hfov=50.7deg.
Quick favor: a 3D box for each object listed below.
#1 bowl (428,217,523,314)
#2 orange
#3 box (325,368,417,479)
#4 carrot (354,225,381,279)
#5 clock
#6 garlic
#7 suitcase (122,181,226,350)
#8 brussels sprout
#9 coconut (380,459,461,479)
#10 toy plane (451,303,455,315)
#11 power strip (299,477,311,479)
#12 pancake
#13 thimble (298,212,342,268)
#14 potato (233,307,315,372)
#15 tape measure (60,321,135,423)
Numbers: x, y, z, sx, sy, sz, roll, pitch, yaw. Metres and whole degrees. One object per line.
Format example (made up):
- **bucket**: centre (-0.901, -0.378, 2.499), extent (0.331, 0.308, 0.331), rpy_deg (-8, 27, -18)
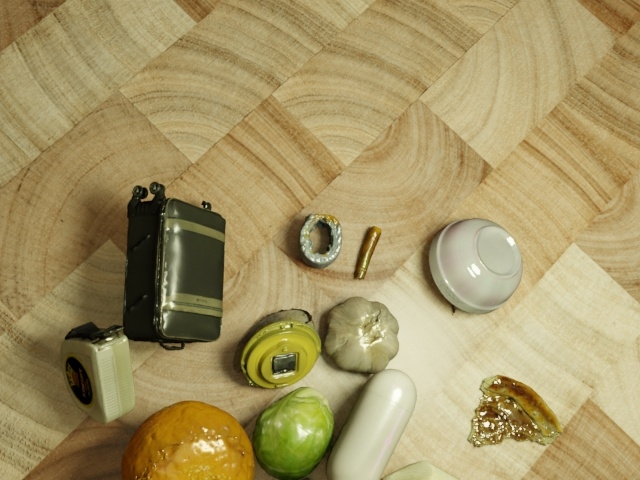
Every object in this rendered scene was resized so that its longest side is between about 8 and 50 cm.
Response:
- **bowl**: centre (0.469, 0.057, 1.948), extent (0.287, 0.144, 0.287), rpy_deg (10, 65, -22)
- **orange**: centre (-0.336, 0.575, 1.716), extent (0.340, 0.293, 0.341), rpy_deg (-3, 98, -23)
- **box**: centre (0.131, 0.507, 1.784), extent (0.141, 0.289, 0.349), rpy_deg (27, 76, 8)
- **carrot**: centre (0.141, 0.039, 2.021), extent (0.042, 0.042, 0.171), rpy_deg (19, 79, -1)
- **clock**: centre (-0.102, 0.326, 1.850), extent (0.237, 0.237, 0.057), rpy_deg (-20, 37, -9)
- **garlic**: centre (0.120, 0.267, 1.910), extent (0.228, 0.152, 0.228), rpy_deg (0, 82, -3)
- **suitcase**: centre (-0.387, 0.080, 1.838), extent (0.194, 0.283, 0.434), rpy_deg (-5, 77, 28)
- **brussels sprout**: centre (-0.066, 0.518, 1.803), extent (0.244, 0.244, 0.244), rpy_deg (1, 77, -5)
- **coconut**: centre (0.268, 0.708, 1.779), extent (0.266, 0.237, 0.237), rpy_deg (24, 76, 3)
- **toy plane**: centre (0.406, 0.128, 2.013), extent (0.135, 0.062, 0.188), rpy_deg (4, 78, -28)
- **power strip**: centre (-0.039, 0.747, 1.844), extent (0.081, 0.035, 0.192), rpy_deg (-17, 79, -9)
- **pancake**: centre (0.541, 0.520, 1.939), extent (0.244, 0.057, 0.266), rpy_deg (-38, 84, -11)
- **thimble**: centre (-0.002, 0.002, 1.974), extent (0.127, 0.118, 0.151), rpy_deg (13, 77, -2)
- **potato**: centre (-0.125, 0.286, 1.928), extent (0.261, 0.100, 0.120), rpy_deg (-35, 43, 2)
- **tape measure**: centre (-0.587, 0.317, 1.780), extent (0.133, 0.231, 0.271), rpy_deg (-23, 120, -42)
